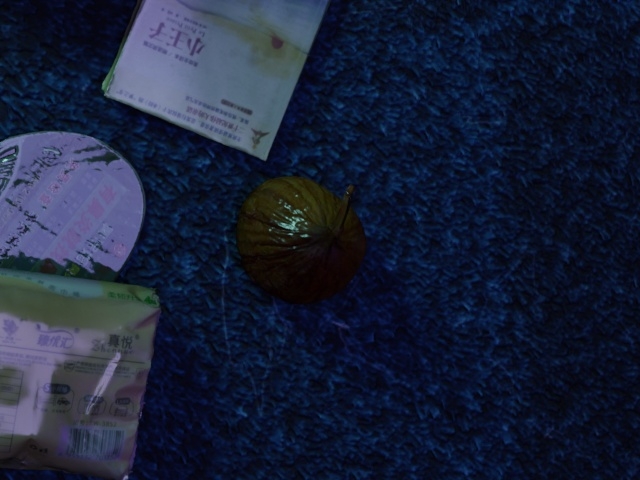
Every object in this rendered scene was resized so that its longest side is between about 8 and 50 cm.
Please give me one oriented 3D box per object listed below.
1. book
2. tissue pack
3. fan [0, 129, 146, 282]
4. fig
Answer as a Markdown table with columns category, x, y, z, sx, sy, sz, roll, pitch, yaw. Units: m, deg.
| category | x | y | z | sx | sy | sz | roll | pitch | yaw |
| --- | --- | --- | --- | --- | --- | --- | --- | --- | --- |
| book | -0.094 | -0.254 | 1.785 | 0.201 | 0.026 | 0.289 | 21 | 89 | -20 |
| tissue pack | -0.306 | 0.138 | 1.707 | 0.257 | 0.123 | 0.215 | 8 | 96 | -21 |
| fan | -0.333 | -0.014 | 1.745 | 0.294 | 0.012 | 0.223 | 9 | 95 | -18 |
| fig | 0.000 | 0.000 | 1.756 | 0.146 | 0.201 | 0.133 | 21 | 80 | -25 |
